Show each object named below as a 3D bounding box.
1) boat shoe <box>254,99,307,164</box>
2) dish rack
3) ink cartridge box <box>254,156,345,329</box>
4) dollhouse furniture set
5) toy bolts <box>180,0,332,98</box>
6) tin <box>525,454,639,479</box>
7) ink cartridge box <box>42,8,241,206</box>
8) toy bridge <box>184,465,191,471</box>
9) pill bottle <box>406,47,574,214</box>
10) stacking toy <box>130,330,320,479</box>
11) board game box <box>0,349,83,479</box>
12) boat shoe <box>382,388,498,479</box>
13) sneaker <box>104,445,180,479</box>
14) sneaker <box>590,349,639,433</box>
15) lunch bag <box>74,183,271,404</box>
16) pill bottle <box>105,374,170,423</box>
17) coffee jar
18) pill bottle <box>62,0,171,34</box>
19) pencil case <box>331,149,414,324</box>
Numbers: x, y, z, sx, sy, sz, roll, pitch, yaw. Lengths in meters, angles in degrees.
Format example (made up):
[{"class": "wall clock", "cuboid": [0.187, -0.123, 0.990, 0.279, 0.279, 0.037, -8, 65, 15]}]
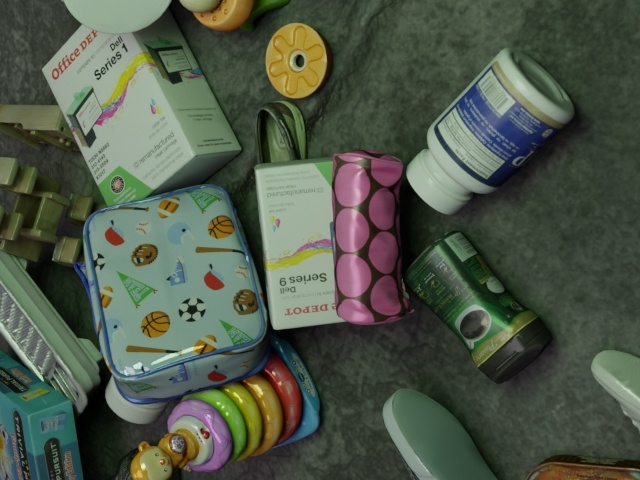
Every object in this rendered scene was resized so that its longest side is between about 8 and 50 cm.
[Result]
[{"class": "boat shoe", "cuboid": [-0.054, -0.084, 1.155, 0.080, 0.073, 0.223, -6, 96, 34]}, {"class": "dish rack", "cuboid": [-0.487, 0.147, 1.414, 0.332, 0.072, 0.285, 51, 151, 2]}, {"class": "ink cartridge box", "cuboid": [0.000, 0.000, 1.086, 0.155, 0.093, 0.212, -6, 100, -5]}, {"class": "dollhouse furniture set", "cuboid": [-0.475, -0.092, 1.356, 0.161, 0.212, 0.242, 7, 77, 31]}, {"class": "toy bolts", "cuboid": [-0.056, -0.309, 1.061, 0.229, 0.158, 0.218, -33, 81, 33]}, {"class": "tin", "cuboid": [0.341, 0.317, 0.997, 0.190, 0.040, 0.106, -4, 93, 34]}, {"class": "ink cartridge box", "cuboid": [-0.276, -0.200, 1.251, 0.201, 0.117, 0.278, -33, 80, 33]}, {"class": "toy bridge", "cuboid": [-0.188, 0.307, 1.348, 0.063, 0.026, 0.188, 32, 115, 23]}, {"class": "pill bottle", "cuboid": [0.191, -0.121, 0.964, 0.112, 0.112, 0.186, 52, 122, 14]}, {"class": "stacking toy", "cuboid": [-0.151, 0.256, 1.145, 0.166, 0.302, 0.175, -29, 87, 34]}, {"class": "board game box", "cuboid": [-0.537, 0.364, 1.488, 0.336, 0.079, 0.253, 14, 113, 49]}, {"class": "boat shoe", "cuboid": [0.173, 0.332, 1.068, 0.306, 0.113, 0.105, 46, 128, -1]}, {"class": "sneaker", "cuboid": [-0.301, 0.465, 1.420, 0.130, 0.087, 0.227, -6, 93, 36]}, {"class": "sneaker", "cuboid": [0.386, 0.215, 0.929, 0.212, 0.080, 0.094, 38, 129, 20]}, {"class": "lunch bag", "cuboid": [-0.209, 0.067, 1.155, 0.115, 0.243, 0.303, 84, 168, -56]}, {"class": "pill bottle", "cuboid": [-0.250, 0.176, 1.300, 0.131, 0.131, 0.229, 43, 119, 19]}, {"class": "coffee jar", "cuboid": [0.194, 0.083, 1.021, 0.184, 0.079, 0.096, 50, 123, 16]}, {"class": "pill bottle", "cuboid": [-0.305, -0.428, 1.115, 0.188, 0.188, 0.333, -53, 44, 29]}, {"class": "pencil case", "cuboid": [0.063, -0.005, 1.000, 0.098, 0.095, 0.209, -2, 96, -11]}]
